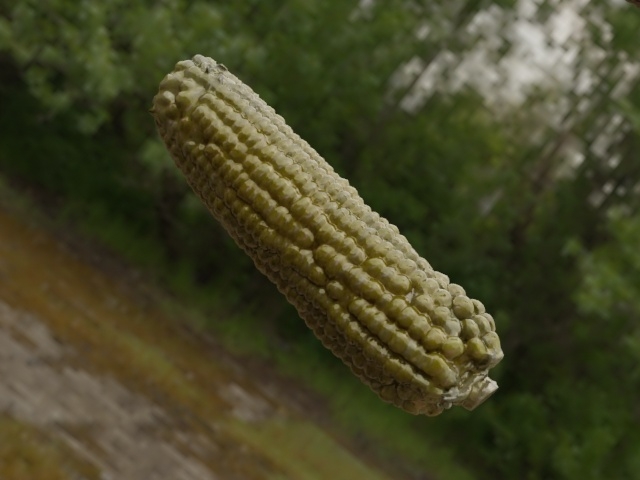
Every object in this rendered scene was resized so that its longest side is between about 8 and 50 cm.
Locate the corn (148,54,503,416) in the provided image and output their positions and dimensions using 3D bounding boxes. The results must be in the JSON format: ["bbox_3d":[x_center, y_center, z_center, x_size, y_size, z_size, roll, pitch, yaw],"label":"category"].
[{"bbox_3d":[0.000,0.000,1.170,0.288,0.086,0.086,47,5,18],"label":"corn"}]

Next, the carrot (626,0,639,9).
[{"bbox_3d":[0.176,-0.148,1.061,0.165,0.035,0.035,32,3,-4],"label":"carrot"}]
